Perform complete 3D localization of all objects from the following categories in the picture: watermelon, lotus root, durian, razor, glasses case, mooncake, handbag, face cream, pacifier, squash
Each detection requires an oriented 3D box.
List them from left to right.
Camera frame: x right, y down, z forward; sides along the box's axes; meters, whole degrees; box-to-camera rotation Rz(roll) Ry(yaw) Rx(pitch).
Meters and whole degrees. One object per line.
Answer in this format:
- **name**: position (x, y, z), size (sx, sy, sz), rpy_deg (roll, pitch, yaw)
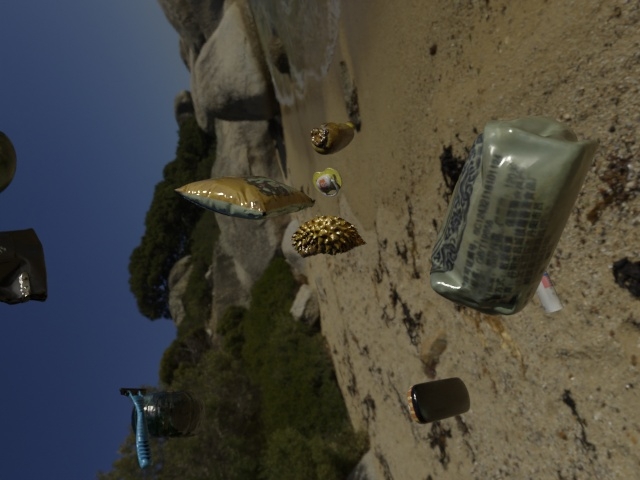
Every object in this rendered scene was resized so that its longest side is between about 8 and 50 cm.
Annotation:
- **watermelon**: position (-0.782, -0.152, 1.011), size (0.127, 0.232, 0.204), rpy_deg (60, -158, -7)
- **handbag**: position (-0.940, 0.097, 1.254), size (0.288, 0.342, 0.152), rpy_deg (41, 127, 32)
- **razor**: position (-0.500, 0.509, 1.249), size (0.082, 0.042, 0.253), rpy_deg (20, -154, -40)
- **squash**: position (-0.530, 0.613, 1.581), size (0.252, 0.253, 0.165), rpy_deg (89, -179, -74)
- **durian**: position (-0.001, -0.001, 1.841), size (0.191, 0.342, 0.112), rpy_deg (47, -133, -38)
- **pacifier**: position (0.025, -0.145, 1.086), size (0.083, 0.064, 0.068), rpy_deg (-14, 114, 42)
- **lotus root**: position (0.052, -0.319, 1.383), size (0.108, 0.191, 0.094), rpy_deg (-9, 102, 44)
- **glasses case**: position (0.398, 0.527, 1.497), size (0.321, 0.082, 0.122), rpy_deg (9, -118, -44)
- **mooncake**: position (0.238, -0.035, 0.575), size (0.250, 0.136, 0.254), rpy_deg (-16, -55, -58)
- **face cream**: position (0.426, 0.075, 0.874), size (0.034, 0.034, 0.130), rpy_deg (90, 161, -74)

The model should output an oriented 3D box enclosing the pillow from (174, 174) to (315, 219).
- **pillow**: position (-0.217, -0.134, 1.373), size (0.310, 0.313, 0.119), rpy_deg (-25, -55, -60)
